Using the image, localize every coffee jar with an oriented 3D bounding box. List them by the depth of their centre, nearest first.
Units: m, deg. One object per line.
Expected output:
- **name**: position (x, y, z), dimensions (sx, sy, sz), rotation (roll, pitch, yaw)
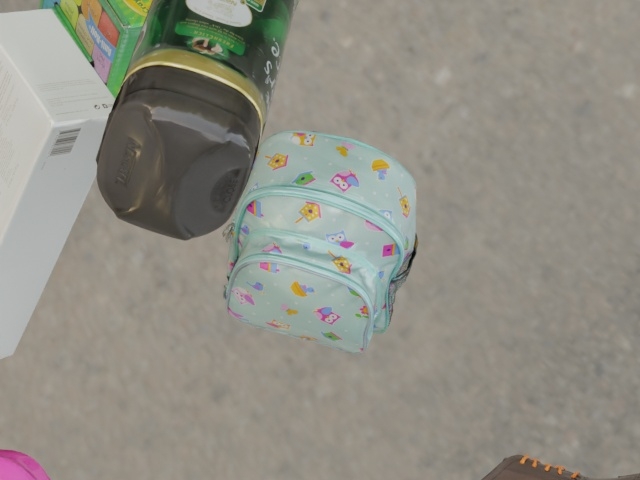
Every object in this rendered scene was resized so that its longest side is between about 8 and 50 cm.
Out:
- **coffee jar**: position (-0.062, -0.091, 0.873), dimensions (0.079, 0.184, 0.096), rotation (18, 136, -6)

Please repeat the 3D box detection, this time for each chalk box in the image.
- **chalk box**: position (-0.204, -0.246, 1.820), dimensions (0.289, 0.180, 0.179), rotation (-16, 148, -32)

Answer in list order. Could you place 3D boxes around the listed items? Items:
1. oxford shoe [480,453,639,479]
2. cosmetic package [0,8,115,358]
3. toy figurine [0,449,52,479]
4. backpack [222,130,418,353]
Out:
- **oxford shoe**: position (0.206, 0.230, 1.453), dimensions (0.271, 0.097, 0.098), rotation (-16, 72, 9)
- **cosmetic package**: position (-0.210, -0.029, 1.061), dimensions (0.060, 0.099, 0.239), rotation (-16, 149, -42)
- **toy figurine**: position (-0.157, 0.150, 0.616), dimensions (0.159, 0.173, 0.130), rotation (-60, 145, -23)
- **backpack**: position (0.000, 0.000, 1.420), dimensions (0.166, 0.144, 0.188), rotation (17, 138, 5)
